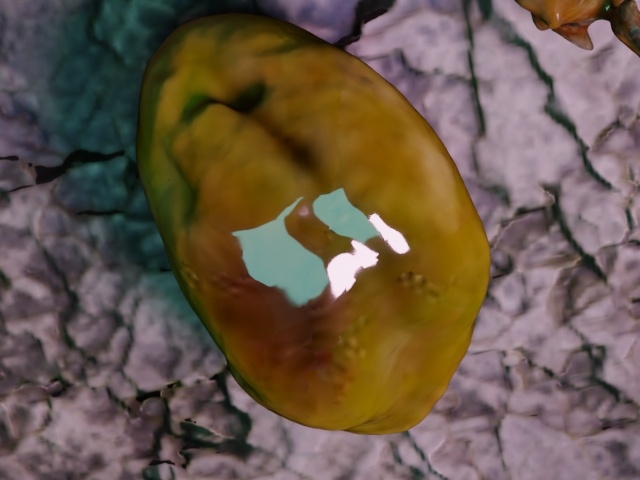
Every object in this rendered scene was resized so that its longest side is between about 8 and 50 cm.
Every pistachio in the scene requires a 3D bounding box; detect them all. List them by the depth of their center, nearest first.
[{"bbox_3d":[0.004,0.000,0.690,0.110,0.100,0.189,-20,112,10],"label":"pistachio"}]

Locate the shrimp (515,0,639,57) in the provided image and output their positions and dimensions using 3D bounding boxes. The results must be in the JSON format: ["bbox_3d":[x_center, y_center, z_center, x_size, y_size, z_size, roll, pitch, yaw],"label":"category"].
[{"bbox_3d":[0.112,-0.150,0.655,0.132,0.051,0.187,-7,112,0],"label":"shrimp"}]
